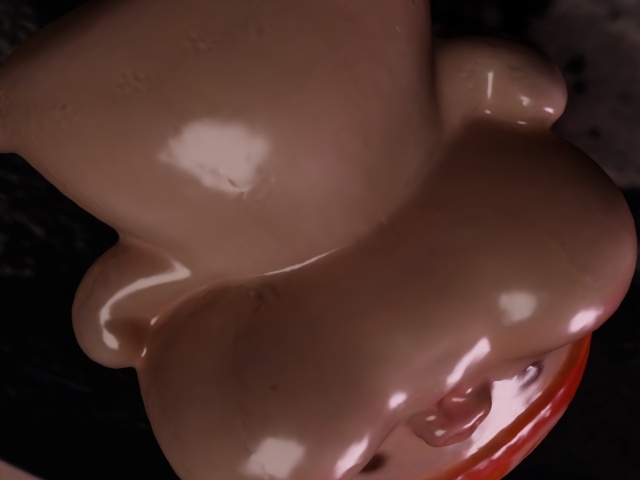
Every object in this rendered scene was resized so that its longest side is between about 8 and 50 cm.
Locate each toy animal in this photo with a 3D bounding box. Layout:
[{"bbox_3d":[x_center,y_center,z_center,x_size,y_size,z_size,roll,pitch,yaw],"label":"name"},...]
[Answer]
[{"bbox_3d":[0.000,0.000,0.438,0.171,0.171,0.197,-21,111,29],"label":"toy animal"}]
